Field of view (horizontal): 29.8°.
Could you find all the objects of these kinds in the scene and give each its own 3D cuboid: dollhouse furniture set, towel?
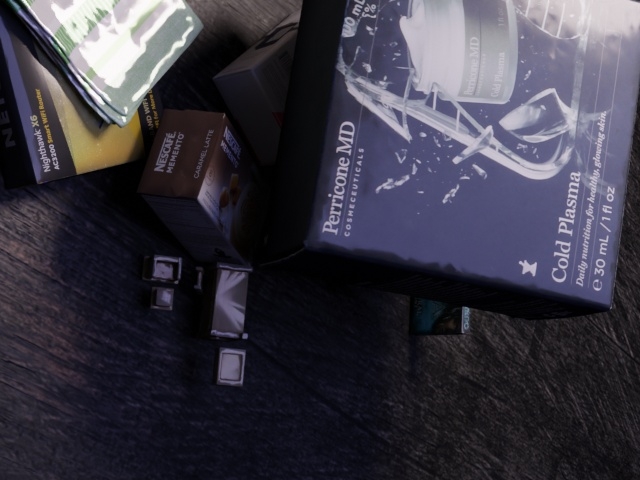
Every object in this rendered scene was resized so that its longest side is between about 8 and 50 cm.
[{"bbox_3d":[-0.200,0.124,1.817,0.161,0.101,0.181,8,79,-20],"label":"dollhouse furniture set"},{"bbox_3d":[-0.315,-0.347,1.646,0.325,0.038,0.248,52,52,-27],"label":"towel"}]

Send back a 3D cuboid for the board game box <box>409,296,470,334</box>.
[{"bbox_3d":[0.220,0.080,2.199,0.026,0.126,0.186,12,77,-44],"label":"board game box"}]

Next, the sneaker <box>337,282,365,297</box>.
[{"bbox_3d":[0.000,0.000,2.023,0.106,0.078,0.234,-31,104,-40],"label":"sneaker"}]

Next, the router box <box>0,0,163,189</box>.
[{"bbox_3d":[-0.354,-0.246,1.681,0.243,0.081,0.308,-20,100,-45],"label":"router box"}]

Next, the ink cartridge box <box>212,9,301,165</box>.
[{"bbox_3d":[-0.039,-0.260,1.988,0.237,0.100,0.172,-46,118,-38],"label":"ink cartridge box"}]

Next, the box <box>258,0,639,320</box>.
[{"bbox_3d":[0.196,-0.156,1.819,0.472,0.297,0.479,11,81,-14],"label":"box"}]

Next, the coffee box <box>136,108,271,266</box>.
[{"bbox_3d":[-0.164,-0.073,1.773,0.246,0.098,0.141,60,41,-61],"label":"coffee box"}]
